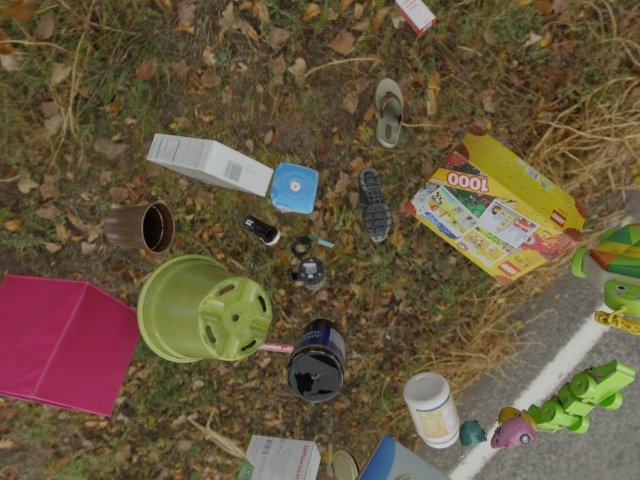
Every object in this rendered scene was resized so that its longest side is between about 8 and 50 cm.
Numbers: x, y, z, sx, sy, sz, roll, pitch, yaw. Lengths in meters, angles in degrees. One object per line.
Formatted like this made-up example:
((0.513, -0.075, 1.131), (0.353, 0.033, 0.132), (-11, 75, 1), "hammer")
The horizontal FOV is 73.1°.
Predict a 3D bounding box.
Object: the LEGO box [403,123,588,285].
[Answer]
((0.624, -0.117, 1.596), (0.500, 0.193, 0.372), (38, 147, 3), "LEGO box")

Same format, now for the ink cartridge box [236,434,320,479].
((-0.122, 0.686, 1.296), (0.212, 0.154, 0.093), (-5, 125, 20), "ink cartridge box")

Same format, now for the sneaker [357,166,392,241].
((0.190, -0.125, 1.551), (0.101, 0.106, 0.268), (-6, 84, -6), "sneaker")

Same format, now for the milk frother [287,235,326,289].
((-0.038, 0.075, 1.404), (0.129, 0.135, 0.143), (15, 76, 6), "milk frother")

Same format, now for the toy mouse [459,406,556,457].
((0.252, 0.275, 0.628), (0.143, 0.031, 0.161), (-10, 165, -23), "toy mouse")

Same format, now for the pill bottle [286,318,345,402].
((-0.004, 0.261, 0.986), (0.122, 0.219, 0.123), (1, 100, 4), "pill bottle")

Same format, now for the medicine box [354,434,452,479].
((0.035, 0.421, 0.465), (0.149, 0.263, 0.290), (29, 123, 20), "medicine box")

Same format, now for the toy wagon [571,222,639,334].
((0.583, 0.052, 0.732), (0.344, 0.267, 0.068), (-22, 112, -30), "toy wagon")

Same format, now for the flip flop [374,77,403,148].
((0.246, -0.457, 1.523), (0.112, 0.277, 0.080), (12, 159, -11), "flip flop")

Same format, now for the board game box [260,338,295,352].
((-0.067, 0.316, 1.273), (0.281, 0.145, 0.027), (5, 80, 6), "board game box")

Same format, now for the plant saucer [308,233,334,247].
((0.000, 0.000, 1.640), (0.067, 0.192, 0.018), (20, 93, -14), "plant saucer")

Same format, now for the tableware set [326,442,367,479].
((0.065, 0.572, 0.985), (0.039, 0.128, 0.194), (0, 97, -36), "tableware set")

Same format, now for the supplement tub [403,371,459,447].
((0.354, 0.535, 1.363), (0.144, 0.144, 0.200), (-21, 111, 1), "supplement tub")

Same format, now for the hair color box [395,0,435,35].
((0.332, -0.802, 1.517), (0.072, 0.043, 0.141), (-37, 82, 7), "hair color box")

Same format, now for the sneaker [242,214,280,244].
((-0.259, -0.048, 1.793), (0.121, 0.216, 0.079), (32, 84, -32), "sneaker")

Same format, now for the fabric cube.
((-0.637, 0.256, 1.047), (0.258, 0.258, 0.254), (2, 152, 16), "fabric cube")

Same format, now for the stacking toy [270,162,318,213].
((-0.124, -0.168, 1.665), (0.165, 0.302, 0.175), (12, 78, -12), "stacking toy")

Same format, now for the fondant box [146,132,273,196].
((-0.346, -0.237, 1.347), (0.238, 0.330, 0.096), (20, 89, -50), "fondant box")

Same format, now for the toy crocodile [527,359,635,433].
((0.719, 0.439, 1.206), (0.115, 0.105, 0.341), (19, 126, -7), "toy crocodile")

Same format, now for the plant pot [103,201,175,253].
((-0.591, -0.042, 1.399), (0.165, 0.167, 0.167), (1, 123, 16), "plant pot")

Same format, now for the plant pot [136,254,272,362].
((-0.255, 0.171, 1.020), (0.276, 0.253, 0.276), (1, 88, -39), "plant pot")
